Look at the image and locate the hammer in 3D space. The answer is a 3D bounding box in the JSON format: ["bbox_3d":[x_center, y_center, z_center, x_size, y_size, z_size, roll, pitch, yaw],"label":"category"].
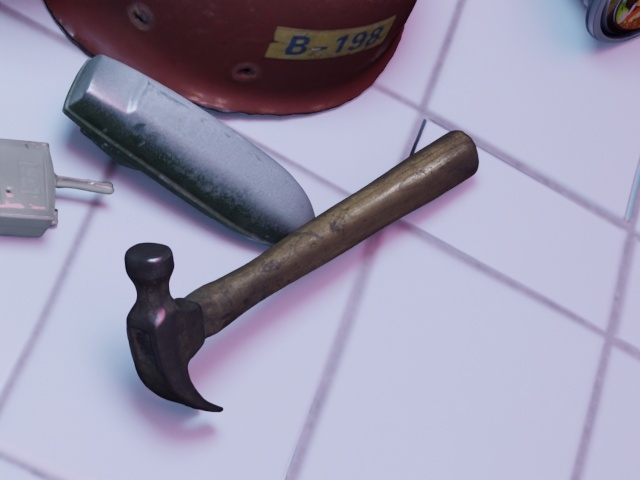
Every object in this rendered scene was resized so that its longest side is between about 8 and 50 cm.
[{"bbox_3d":[0.000,0.000,1.412,0.440,0.044,0.168,-33,128,-41],"label":"hammer"}]

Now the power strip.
[{"bbox_3d":[-0.254,-0.045,1.343,0.175,0.042,0.075,3,65,-26],"label":"power strip"}]

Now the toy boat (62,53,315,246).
[{"bbox_3d":[-0.107,-0.066,1.414,0.260,0.085,0.078,33,57,-23],"label":"toy boat"}]

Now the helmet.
[{"bbox_3d":[-0.043,-0.306,1.465,0.385,0.230,0.337,-9,72,-31],"label":"helmet"}]

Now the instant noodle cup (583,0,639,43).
[{"bbox_3d":[0.323,-0.355,1.677,0.258,0.302,0.181,-37,70,-3],"label":"instant noodle cup"}]
